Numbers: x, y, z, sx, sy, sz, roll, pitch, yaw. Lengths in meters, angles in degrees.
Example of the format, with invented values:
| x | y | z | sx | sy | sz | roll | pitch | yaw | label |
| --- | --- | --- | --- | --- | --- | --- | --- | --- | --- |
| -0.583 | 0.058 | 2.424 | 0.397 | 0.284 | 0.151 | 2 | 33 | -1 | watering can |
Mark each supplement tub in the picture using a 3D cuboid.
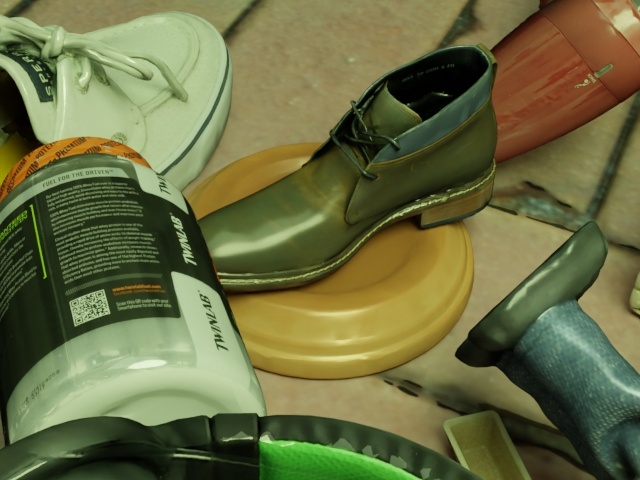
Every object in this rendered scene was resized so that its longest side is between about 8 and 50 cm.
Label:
| x | y | z | sx | sy | sz | roll | pitch | yaw | label |
| --- | --- | --- | --- | --- | --- | --- | --- | --- | --- |
| -0.105 | 0.037 | 0.551 | 0.117 | 0.117 | 0.190 | -11 | 42 | -14 | supplement tub |

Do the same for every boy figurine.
| x | y | z | sx | sy | sz | roll | pitch | yaw | label |
| --- | --- | --- | --- | --- | --- | --- | --- | --- | --- |
| 0.185 | 0.124 | 0.500 | 0.092 | 0.177 | 0.285 | -42 | 77 | -10 | boy figurine |

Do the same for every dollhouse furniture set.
| x | y | z | sx | sy | sz | roll | pitch | yaw | label |
| --- | --- | --- | --- | --- | --- | --- | --- | --- | --- |
| 0.079 | 0.122 | 0.552 | 0.091 | 0.081 | 0.114 | -10 | 46 | -14 | dollhouse furniture set |

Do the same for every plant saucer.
| x | y | z | sx | sy | sz | roll | pitch | yaw | label |
| --- | --- | --- | --- | --- | --- | --- | --- | --- | --- |
| 0.000 | 0.000 | 0.706 | 0.200 | 0.037 | 0.200 | 2 | 44 | -2 | plant saucer |

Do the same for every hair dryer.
| x | y | z | sx | sy | sz | roll | pitch | yaw | label |
| --- | --- | --- | --- | --- | --- | --- | --- | --- | --- |
| 0.178 | -0.144 | 0.770 | 0.293 | 0.223 | 0.080 | -44 | 100 | -7 | hair dryer |

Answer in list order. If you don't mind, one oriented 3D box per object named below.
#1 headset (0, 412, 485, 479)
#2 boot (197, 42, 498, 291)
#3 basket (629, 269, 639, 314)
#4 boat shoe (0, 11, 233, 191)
| x | y | z | sx | sy | sz | roll | pitch | yaw | label |
| --- | --- | --- | --- | --- | --- | --- | --- | --- | --- |
| -0.088 | 0.161 | 0.364 | 0.394 | 0.185 | 0.243 | -8 | 45 | -10 | headset |
| 0.012 | -0.047 | 0.651 | 0.219 | 0.106 | 0.082 | -21 | 49 | -24 | boot |
| 0.279 | 0.017 | 0.655 | 0.167 | 0.113 | 0.103 | 31 | 54 | 25 | basket |
| -0.177 | -0.081 | 0.691 | 0.136 | 0.156 | 0.367 | 26 | 49 | 21 | boat shoe |
